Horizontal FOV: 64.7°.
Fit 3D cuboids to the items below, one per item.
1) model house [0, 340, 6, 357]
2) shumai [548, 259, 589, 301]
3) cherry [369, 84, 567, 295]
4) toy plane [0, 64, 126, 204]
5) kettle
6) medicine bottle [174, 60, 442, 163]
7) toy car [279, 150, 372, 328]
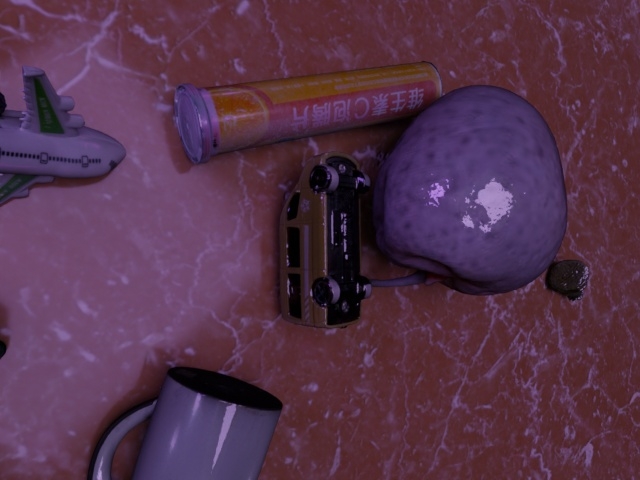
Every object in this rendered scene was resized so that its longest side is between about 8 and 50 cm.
[{"bbox_3d":[-0.508,0.129,0.466,0.249,0.230,0.281,44,68,-10],"label":"model house"},{"bbox_3d":[0.534,0.083,1.080,0.083,0.082,0.080,-50,152,12],"label":"shumai"},{"bbox_3d":[0.224,-0.073,0.788,0.326,0.291,0.335,-11,106,-43],"label":"cherry"},{"bbox_3d":[-0.340,-0.111,0.582,0.101,0.251,0.255,53,31,10],"label":"toy plane"},{"bbox_3d":[-0.188,0.297,0.664,0.221,0.161,0.237,17,84,2],"label":"kettle"},{"bbox_3d":[0.000,-0.212,0.778,0.425,0.108,0.108,-17,98,-27],"label":"medicine bottle"},{"bbox_3d":[0.000,0.000,0.763,0.101,0.124,0.257,0,89,-50],"label":"toy car"}]
